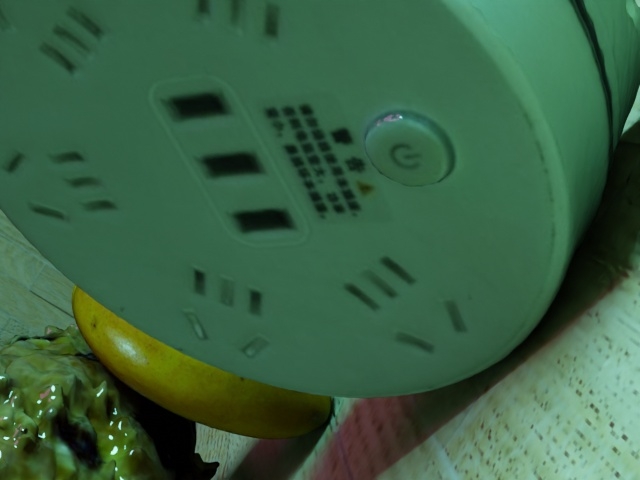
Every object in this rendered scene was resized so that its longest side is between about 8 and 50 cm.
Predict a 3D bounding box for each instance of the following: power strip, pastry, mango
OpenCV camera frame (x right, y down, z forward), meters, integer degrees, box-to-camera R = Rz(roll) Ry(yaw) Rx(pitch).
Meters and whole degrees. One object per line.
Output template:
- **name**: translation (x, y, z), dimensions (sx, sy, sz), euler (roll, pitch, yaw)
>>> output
- **power strip**: translation (-0.025, -0.084, 0.776), dimensions (0.357, 0.357, 0.161), euler (-48, 10, 50)
- **pastry**: translation (-0.238, 0.225, 1.129), dimensions (0.337, 0.292, 0.405), euler (-36, 10, 41)
- **mango**: translation (-0.083, 0.068, 1.090), dimensions (0.145, 0.219, 0.112), euler (0, -61, -62)
